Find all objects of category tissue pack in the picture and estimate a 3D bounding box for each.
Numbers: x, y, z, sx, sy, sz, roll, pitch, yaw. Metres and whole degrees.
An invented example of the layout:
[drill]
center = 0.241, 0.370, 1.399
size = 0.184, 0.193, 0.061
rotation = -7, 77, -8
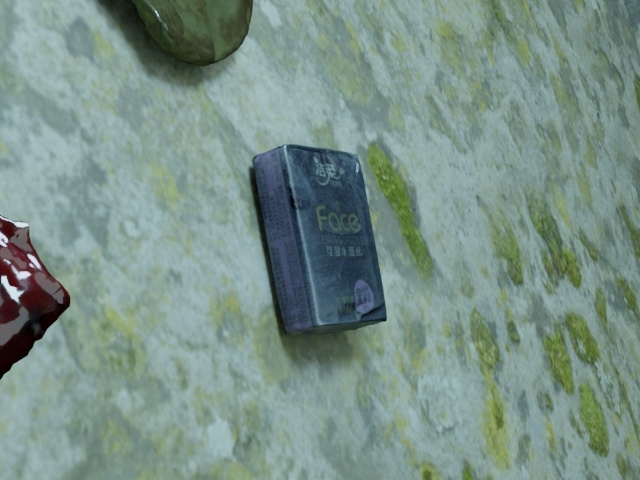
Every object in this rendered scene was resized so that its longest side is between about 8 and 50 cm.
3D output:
[tissue pack]
center = 0.000, 0.000, 0.903
size = 0.112, 0.051, 0.156
rotation = 2, 74, -55

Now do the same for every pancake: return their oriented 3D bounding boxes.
[pancake]
center = -0.130, -0.249, 0.836
size = 0.236, 0.042, 0.223
rotation = 37, 42, -47

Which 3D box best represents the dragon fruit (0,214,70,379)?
[dragon fruit]
center = -0.279, 0.066, 0.382
size = 0.205, 0.152, 0.317
rotation = 48, 50, -4
